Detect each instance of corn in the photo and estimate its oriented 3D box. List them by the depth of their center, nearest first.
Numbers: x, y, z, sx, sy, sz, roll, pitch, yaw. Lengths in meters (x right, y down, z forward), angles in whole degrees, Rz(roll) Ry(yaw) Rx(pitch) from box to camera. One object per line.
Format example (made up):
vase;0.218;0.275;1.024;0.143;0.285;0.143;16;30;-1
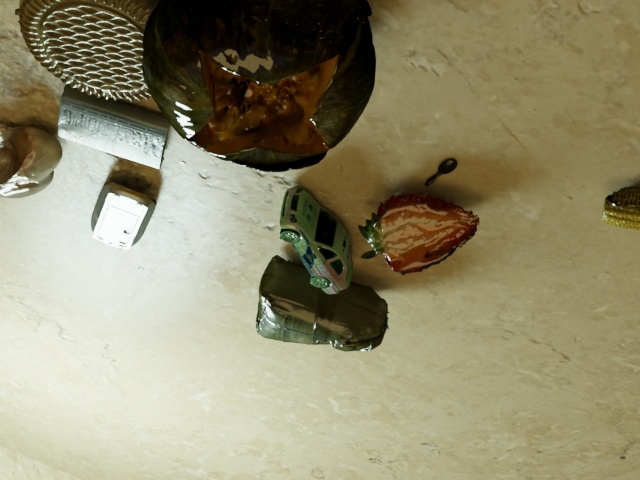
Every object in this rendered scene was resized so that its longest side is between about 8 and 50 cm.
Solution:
corn;0.519;-0.044;1.653;0.203;0.072;0.072;4;146;18

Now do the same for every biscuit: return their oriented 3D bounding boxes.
biscuit;-0.310;-0.294;1.586;0.259;0.079;0.259;9;148;6

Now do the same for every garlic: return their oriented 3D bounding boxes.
garlic;-0.504;-0.131;1.900;0.124;0.099;0.174;16;150;-31

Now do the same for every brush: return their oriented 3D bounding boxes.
brush;0.186;-0.105;1.743;0.024;0.008;0.083;23;146;-19

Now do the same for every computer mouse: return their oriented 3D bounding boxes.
computer mouse;-0.354;-0.049;2.006;0.102;0.045;0.199;20;147;-10

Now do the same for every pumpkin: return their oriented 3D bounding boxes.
pumpkin;-0.079;-0.231;1.465;0.320;0.192;0.320;-4;147;-2

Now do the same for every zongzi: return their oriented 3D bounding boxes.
zongzi;-0.002;0.158;2.113;0.250;0.125;0.274;20;150;4

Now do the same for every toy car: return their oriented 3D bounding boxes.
toy car;0.000;0.000;1.901;0.076;0.090;0.224;-6;142;23

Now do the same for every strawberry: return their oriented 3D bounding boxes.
strawberry;0.155;-0.023;1.809;0.140;0.085;0.192;39;122;-9

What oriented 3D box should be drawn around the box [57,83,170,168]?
box;-0.331;-0.182;1.803;0.177;0.036;0.115;18;147;-6
